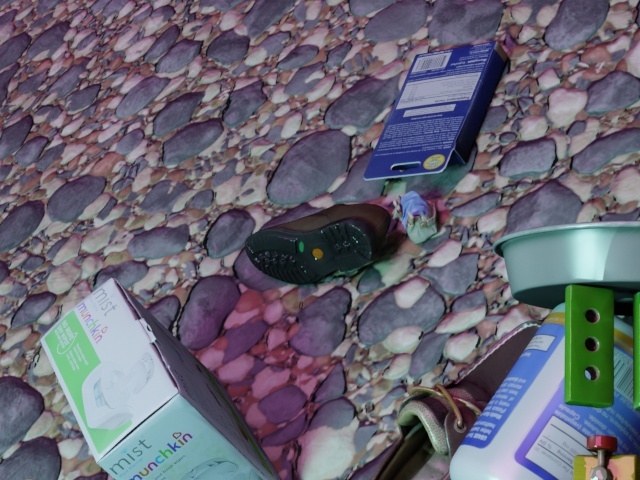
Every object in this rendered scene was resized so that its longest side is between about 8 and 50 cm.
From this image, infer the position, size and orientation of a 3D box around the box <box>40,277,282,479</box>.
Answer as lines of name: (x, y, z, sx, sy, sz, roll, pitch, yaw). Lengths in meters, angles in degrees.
box: (-0.179, 0.203, 1.726, 0.127, 0.231, 0.262, -41, 37, 1)

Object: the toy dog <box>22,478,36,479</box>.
toy dog: (-0.276, 0.371, 1.648, 0.161, 0.220, 0.333, -39, 37, 7)

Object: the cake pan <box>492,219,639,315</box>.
cake pan: (0.313, 0.033, 1.444, 0.293, 0.293, 0.054, -5, 78, 39)

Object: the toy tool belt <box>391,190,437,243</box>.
toy tool belt: (0.115, -0.039, 1.856, 0.052, 0.051, 0.083, -33, 37, 11)

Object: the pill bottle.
pill bottle: (0.220, 0.206, 1.432, 0.152, 0.152, 0.272, 19, 67, 50)

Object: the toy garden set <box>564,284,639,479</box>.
toy garden set: (0.332, 0.155, 1.359, 0.049, 0.244, 0.203, 130, 146, -69)

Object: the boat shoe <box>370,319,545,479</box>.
boat shoe: (0.136, 0.205, 1.530, 0.342, 0.123, 0.123, -49, 37, -10)

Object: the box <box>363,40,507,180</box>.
box: (0.150, -0.162, 1.960, 0.136, 0.036, 0.225, -4, 49, 40)

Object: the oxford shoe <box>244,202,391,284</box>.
oxford shoe: (0.000, 0.000, 1.915, 0.227, 0.082, 0.096, -7, 26, 40)
